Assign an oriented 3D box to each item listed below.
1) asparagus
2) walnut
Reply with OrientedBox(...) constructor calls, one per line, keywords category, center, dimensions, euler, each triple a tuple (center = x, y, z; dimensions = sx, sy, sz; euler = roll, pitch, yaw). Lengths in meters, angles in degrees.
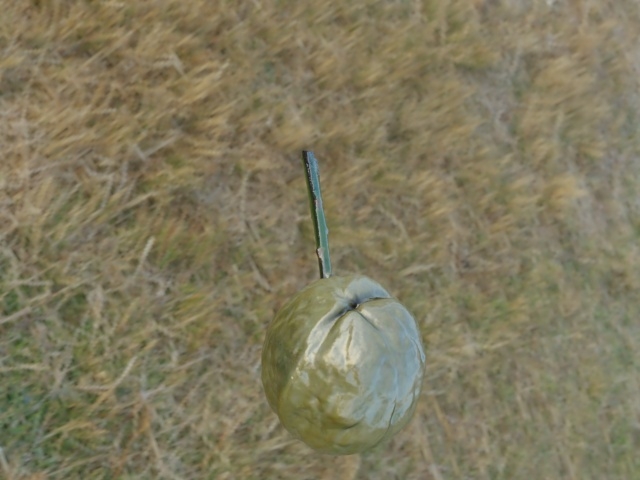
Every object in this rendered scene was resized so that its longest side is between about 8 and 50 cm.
OrientedBox(category="asparagus", center=(0.000, 0.000, 0.760), dimensions=(0.013, 0.016, 0.166), euler=(3, 52, -15))
OrientedBox(category="walnut", center=(0.011, 0.061, 0.543), dimensions=(0.092, 0.092, 0.092), euler=(25, 53, -38))
